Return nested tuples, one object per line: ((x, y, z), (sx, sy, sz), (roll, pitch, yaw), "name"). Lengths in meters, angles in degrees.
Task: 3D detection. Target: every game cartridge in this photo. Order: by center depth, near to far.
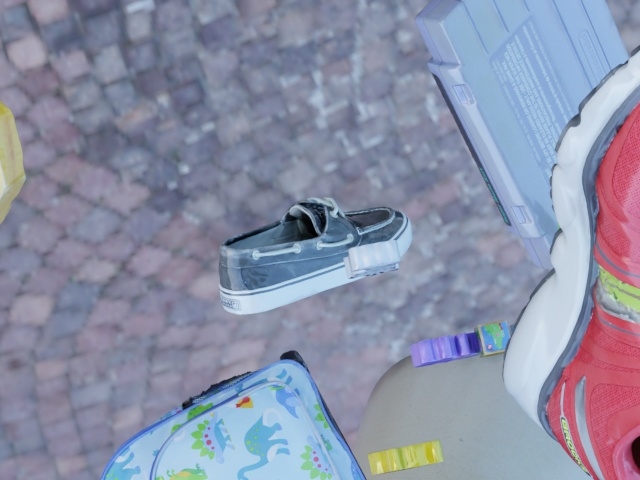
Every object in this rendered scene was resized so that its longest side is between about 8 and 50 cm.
((0.246, -0.166, 1.875), (0.230, 0.068, 0.355), (-43, 124, -21), "game cartridge")

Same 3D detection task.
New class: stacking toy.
((0.132, 0.073, 1.257), (0.221, 0.167, 0.052), (-10, 171, -4), "stacking toy")

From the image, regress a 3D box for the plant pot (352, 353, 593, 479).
((0.118, 0.279, 1.571), (0.257, 0.274, 0.256), (11, 125, 17), "plant pot")

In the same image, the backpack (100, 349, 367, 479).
((-0.039, 0.116, 0.760), (0.114, 0.105, 0.084), (-27, 170, -1), "backpack")

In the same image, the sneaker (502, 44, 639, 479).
((0.161, 0.016, 0.702), (0.107, 0.118, 0.279), (-22, 144, -21), "sneaker")

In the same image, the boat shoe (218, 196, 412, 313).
((0.000, 0.000, 1.532), (0.219, 0.078, 0.070), (-23, 118, -40), "boat shoe")

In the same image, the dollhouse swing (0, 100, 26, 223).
((-0.362, -0.150, 1.519), (0.305, 0.315, 0.347), (34, 131, -3), "dollhouse swing")
